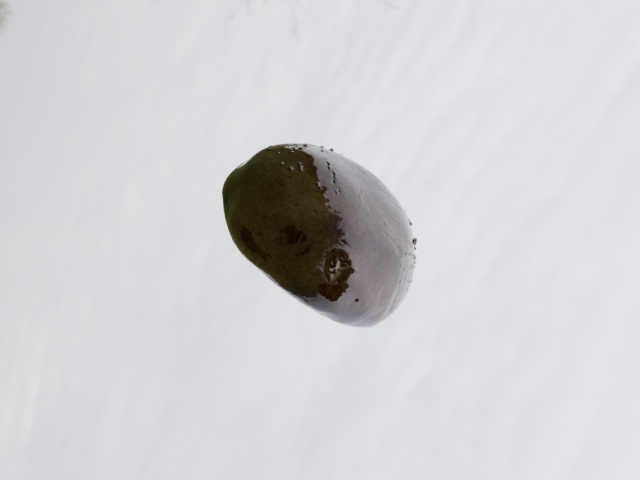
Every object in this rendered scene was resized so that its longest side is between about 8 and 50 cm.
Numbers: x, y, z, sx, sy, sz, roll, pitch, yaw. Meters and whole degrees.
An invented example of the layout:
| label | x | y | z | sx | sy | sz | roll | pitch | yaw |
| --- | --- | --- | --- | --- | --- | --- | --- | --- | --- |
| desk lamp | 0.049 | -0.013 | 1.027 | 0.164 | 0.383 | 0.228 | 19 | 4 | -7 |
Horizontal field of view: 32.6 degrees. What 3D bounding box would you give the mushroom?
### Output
| label | x | y | z | sx | sy | sz | roll | pitch | yaw |
| --- | --- | --- | --- | --- | --- | --- | --- | --- | --- |
| mushroom | 0.000 | 0.000 | 0.635 | 0.087 | 0.127 | 0.127 | -50 | -149 | 28 |
